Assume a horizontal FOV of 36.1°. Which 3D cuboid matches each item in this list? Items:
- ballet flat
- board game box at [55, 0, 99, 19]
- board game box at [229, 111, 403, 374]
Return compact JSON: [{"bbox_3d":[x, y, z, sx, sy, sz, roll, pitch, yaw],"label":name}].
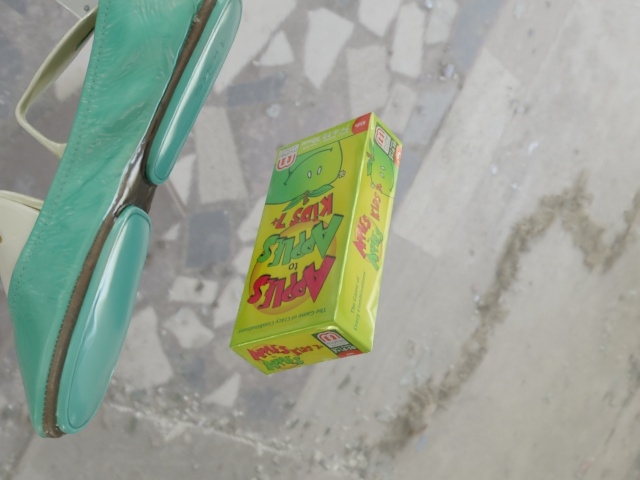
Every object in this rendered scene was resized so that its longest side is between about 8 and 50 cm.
[{"bbox_3d":[-0.117,-0.030,0.493,0.083,0.087,0.247,69,40,-79],"label":"ballet flat"},{"bbox_3d":[-0.377,-0.588,1.423,0.390,0.050,0.390,37,90,-35],"label":"board game box"},{"bbox_3d":[0.000,0.000,0.702,0.043,0.092,0.181,43,45,-36],"label":"board game box"}]
